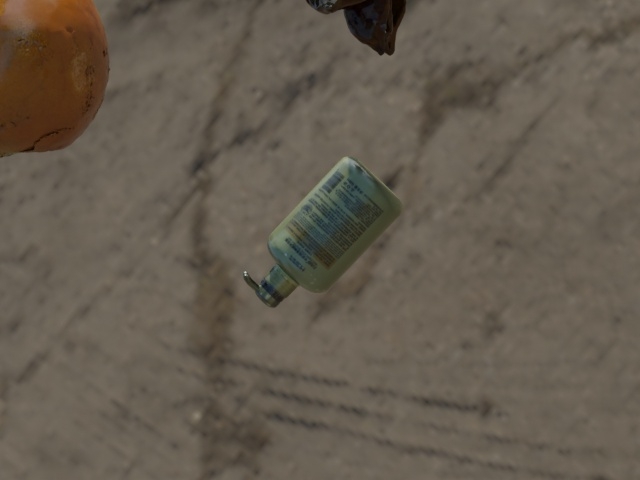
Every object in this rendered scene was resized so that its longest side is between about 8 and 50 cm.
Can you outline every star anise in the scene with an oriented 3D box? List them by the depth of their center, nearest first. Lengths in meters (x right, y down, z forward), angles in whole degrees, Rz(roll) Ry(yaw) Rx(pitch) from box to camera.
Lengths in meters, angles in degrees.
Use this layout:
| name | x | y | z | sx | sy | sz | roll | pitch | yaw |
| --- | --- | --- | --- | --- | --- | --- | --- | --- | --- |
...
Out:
| name | x | y | z | sx | sy | sz | roll | pitch | yaw |
| --- | --- | --- | --- | --- | --- | --- | --- | --- | --- |
| star anise | 0.040 | -0.271 | 1.741 | 0.196 | 0.111 | 0.212 | -25 | -42 | -56 |

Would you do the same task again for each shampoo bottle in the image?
| name | x | y | z | sx | sy | sz | roll | pitch | yaw |
| --- | --- | --- | --- | --- | --- | --- | --- | --- | --- |
| shampoo bottle | 0.000 | 0.000 | 1.804 | 0.162 | 0.079 | 0.079 | -47 | 24 | 4 |

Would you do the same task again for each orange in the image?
| name | x | y | z | sx | sy | sz | roll | pitch | yaw |
| --- | --- | --- | --- | --- | --- | --- | --- | --- | --- |
| orange | -0.363 | -0.214 | 2.210 | 0.240 | 0.240 | 0.240 | -39 | 27 | 24 |
